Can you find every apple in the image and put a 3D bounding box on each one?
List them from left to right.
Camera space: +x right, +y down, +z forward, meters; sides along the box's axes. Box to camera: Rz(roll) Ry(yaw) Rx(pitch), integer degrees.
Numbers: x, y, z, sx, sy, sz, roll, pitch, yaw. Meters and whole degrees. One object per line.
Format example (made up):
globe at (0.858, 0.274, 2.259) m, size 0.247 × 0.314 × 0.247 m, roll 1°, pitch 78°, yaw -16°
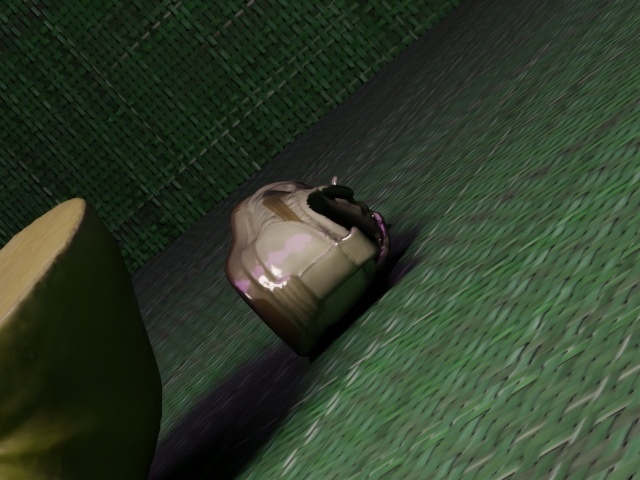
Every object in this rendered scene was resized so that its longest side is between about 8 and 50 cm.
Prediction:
apple at (-0.254, 0.139, 1.289) m, size 0.311 × 0.320 × 0.360 m, roll -4°, pitch 2°, yaw -17°

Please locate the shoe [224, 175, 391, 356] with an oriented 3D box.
shoe at (0.000, 0.000, 1.476) m, size 0.098 × 0.103 × 0.275 m, roll -40°, pitch 13°, yaw 11°
